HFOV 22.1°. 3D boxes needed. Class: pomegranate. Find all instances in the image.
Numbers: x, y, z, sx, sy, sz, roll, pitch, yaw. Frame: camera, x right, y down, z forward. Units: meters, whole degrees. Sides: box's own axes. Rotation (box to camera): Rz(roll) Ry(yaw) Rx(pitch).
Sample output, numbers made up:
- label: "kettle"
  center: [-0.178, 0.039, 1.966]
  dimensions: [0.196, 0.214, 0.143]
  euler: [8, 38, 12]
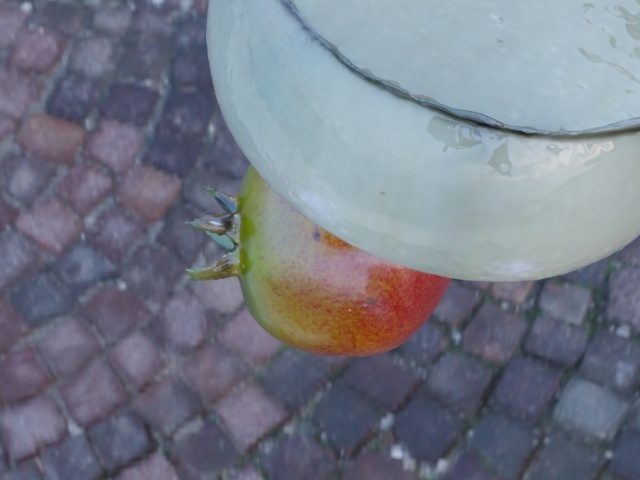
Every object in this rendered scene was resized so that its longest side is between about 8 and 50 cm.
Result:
- label: "pomegranate"
  center: [0.000, 0.000, 1.522]
  dimensions: [0.257, 0.221, 0.220]
  euler: [-4, 60, -7]

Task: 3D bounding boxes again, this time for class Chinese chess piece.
- label: "Chinese chess piece"
  center: [0.095, -0.130, 1.063]
  dimensions: [0.338, 0.140, 0.338]
  euler: [9, 45, -9]
